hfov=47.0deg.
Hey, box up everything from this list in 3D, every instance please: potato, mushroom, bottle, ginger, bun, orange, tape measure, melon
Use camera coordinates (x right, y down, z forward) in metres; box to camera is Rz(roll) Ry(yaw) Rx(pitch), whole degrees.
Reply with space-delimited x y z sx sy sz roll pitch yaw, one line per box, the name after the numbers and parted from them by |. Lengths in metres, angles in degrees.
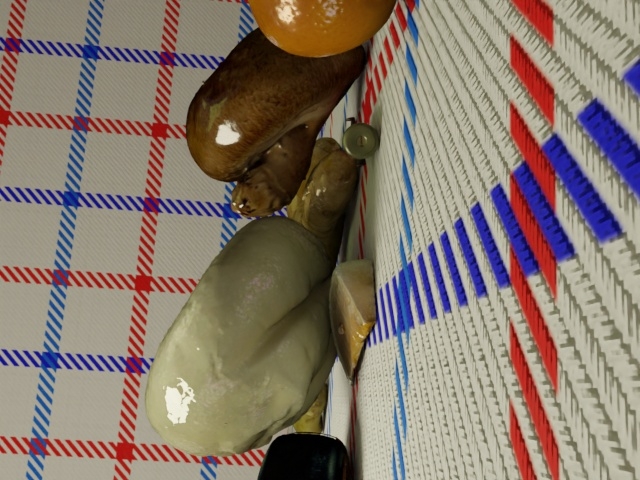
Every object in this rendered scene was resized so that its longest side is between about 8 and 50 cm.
-0.025 0.317 1.401 0.092 0.070 0.138 -93 8 -66 | potato
-0.074 -0.222 1.172 0.239 0.345 0.345 50 -160 -28 | mushroom
0.049 -0.130 0.979 0.101 0.047 0.063 -105 29 -83 | bottle
-0.018 -0.006 1.307 0.363 0.122 0.348 -133 55 -71 | ginger
-0.088 0.146 1.036 0.365 0.219 0.365 -59 -2 -3 | bun
0.013 -0.312 0.796 0.240 0.171 0.240 -169 90 -83 | orange
-0.027 0.358 0.941 0.202 0.135 0.223 86 -171 -49 | tape measure
0.042 0.111 0.947 0.182 0.054 0.098 99 158 -54 | melon
